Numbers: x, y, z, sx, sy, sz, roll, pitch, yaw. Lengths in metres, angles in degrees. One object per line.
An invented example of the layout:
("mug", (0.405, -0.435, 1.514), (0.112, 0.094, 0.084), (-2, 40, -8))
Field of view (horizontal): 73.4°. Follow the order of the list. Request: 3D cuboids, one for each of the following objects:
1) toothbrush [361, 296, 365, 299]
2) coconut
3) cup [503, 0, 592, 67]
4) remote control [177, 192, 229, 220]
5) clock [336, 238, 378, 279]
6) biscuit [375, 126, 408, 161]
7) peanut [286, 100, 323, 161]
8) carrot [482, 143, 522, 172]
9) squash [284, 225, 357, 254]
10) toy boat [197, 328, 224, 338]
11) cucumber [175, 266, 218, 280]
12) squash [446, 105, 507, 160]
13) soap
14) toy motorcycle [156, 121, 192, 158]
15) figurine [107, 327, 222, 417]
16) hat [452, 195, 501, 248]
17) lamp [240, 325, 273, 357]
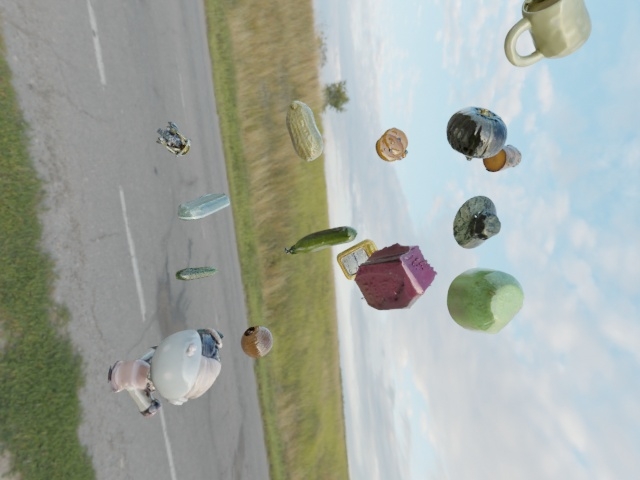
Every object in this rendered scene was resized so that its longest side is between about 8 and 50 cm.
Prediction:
("toothbrush", (0.245, 0.257, 1.905), (0.204, 0.017, 0.022), (5, 87, -47))
("coconut", (0.724, 0.264, 1.923), (0.328, 0.281, 0.328), (-58, -164, 28))
("cup", (0.750, -0.688, 1.405), (0.202, 0.255, 0.173), (41, -3, -36))
("remote control", (-0.423, -0.127, 1.569), (0.247, 0.104, 0.052), (-44, 137, -62))
("clock", (0.189, 0.090, 2.096), (0.143, 0.202, 0.096), (61, 3, -8))
("biscuit", (0.356, -0.455, 2.074), (0.050, 0.170, 0.170), (-158, -118, -76))
("peanut", (-0.081, -0.530, 2.074), (0.152, 0.152, 0.313), (94, -25, -78))
("carrot", (0.697, -0.308, 1.607), (0.101, 0.263, 0.102), (11, -74, 41))
("squash", (0.001, 0.001, 1.888), (0.087, 0.331, 0.087), (-16, 90, -82))
("toy boat", (-0.405, 0.357, 1.584), (0.096, 0.122, 0.034), (63, 16, 7))
("cucumber", (-0.646, 0.170, 2.255), (0.069, 0.227, 0.069), (18, -69, 56))
("squash", (0.474, -0.330, 1.313), (0.156, 0.193, 0.193), (114, -26, -55))
("soap", (0.248, 0.132, 1.508), (0.220, 0.127, 0.325), (60, -30, -9))
("toy motorcycle", (-0.514, -0.352, 1.535), (0.130, 0.094, 0.229), (41, -4, -31))
("figurine", (-0.518, 0.454, 1.485), (0.211, 0.361, 0.253), (38, 35, -64))
("hat", (0.758, -0.072, 1.999), (0.128, 0.265, 0.266), (-147, -131, -63))
("lamp", (-0.267, 0.427, 1.809), (0.136, 0.136, 0.136), (175, -90, -88))
